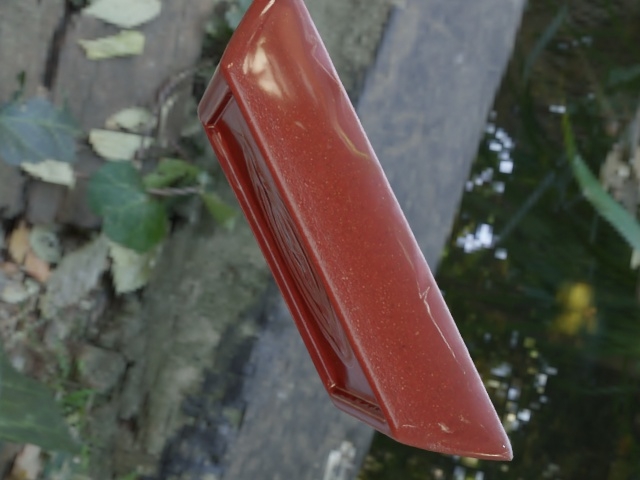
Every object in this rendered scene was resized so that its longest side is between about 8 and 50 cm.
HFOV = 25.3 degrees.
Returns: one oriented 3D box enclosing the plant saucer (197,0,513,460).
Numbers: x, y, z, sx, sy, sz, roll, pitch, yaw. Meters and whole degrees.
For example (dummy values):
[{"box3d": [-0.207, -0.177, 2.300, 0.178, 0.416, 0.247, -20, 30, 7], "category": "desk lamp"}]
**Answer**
[{"box3d": [0.000, 0.000, 0.784, 0.258, 0.048, 0.259, 65, -8, -2], "category": "plant saucer"}]
